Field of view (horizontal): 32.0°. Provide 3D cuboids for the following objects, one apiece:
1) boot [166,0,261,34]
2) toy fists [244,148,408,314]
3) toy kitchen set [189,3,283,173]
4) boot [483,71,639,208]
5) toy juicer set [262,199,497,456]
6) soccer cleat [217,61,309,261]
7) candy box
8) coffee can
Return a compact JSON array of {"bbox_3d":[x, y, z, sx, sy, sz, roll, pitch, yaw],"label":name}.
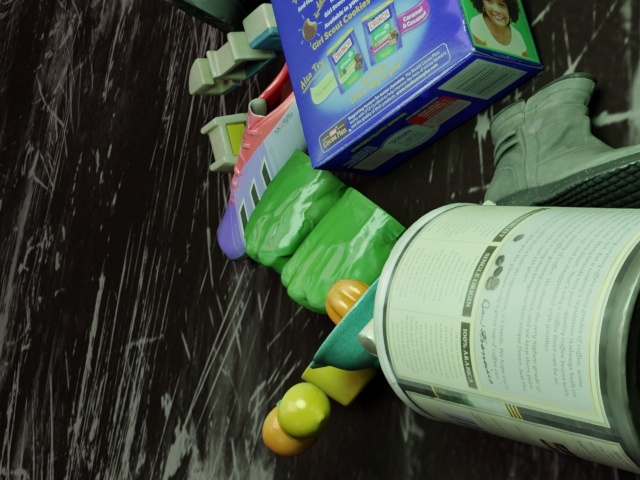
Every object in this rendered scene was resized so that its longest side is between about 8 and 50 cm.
[{"bbox_3d":[-0.062,-0.511,1.583,0.445,0.146,0.367,-63,8,4],"label":"boot"},{"bbox_3d":[0.000,0.000,1.320,0.142,0.096,0.279,-51,35,1],"label":"toy fists"},{"bbox_3d":[-0.068,-0.203,1.541,0.207,0.122,0.166,-28,73,49],"label":"toy kitchen set"},{"bbox_3d":[0.242,-0.094,1.042,0.247,0.083,0.161,-21,51,47],"label":"boot"},{"bbox_3d":[0.025,0.092,1.087,0.209,0.089,0.329,-42,-11,-44],"label":"toy juicer set"},{"bbox_3d":[-0.069,-0.118,1.457,0.318,0.116,0.108,-57,36,18],"label":"soccer cleat"},{"bbox_3d":[0.078,-0.272,1.271,0.268,0.122,0.317,-32,63,42],"label":"candy box"},{"bbox_3d":[0.202,0.071,0.895,0.275,0.202,0.201,5,77,56],"label":"coffee can"}]
